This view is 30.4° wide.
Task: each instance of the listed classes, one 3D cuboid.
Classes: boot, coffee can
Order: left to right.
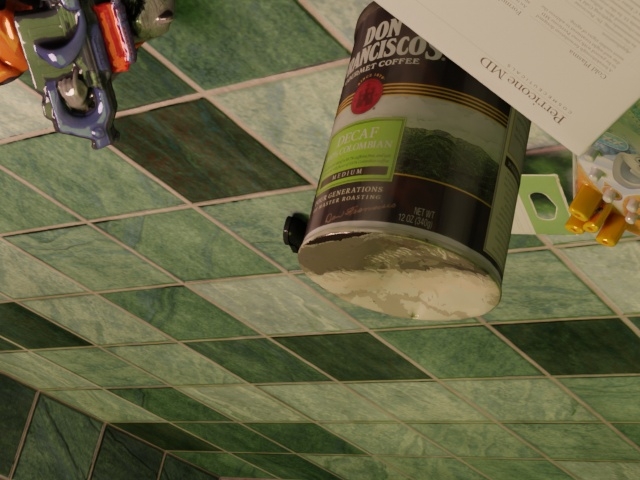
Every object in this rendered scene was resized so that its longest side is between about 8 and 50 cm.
[{"bbox_3d":[0.000,0.000,1.819,0.099,0.045,0.121,9,163,14],"label":"boot"},{"bbox_3d":[0.106,-0.083,1.183,0.202,0.275,0.201,12,156,5],"label":"coffee can"}]

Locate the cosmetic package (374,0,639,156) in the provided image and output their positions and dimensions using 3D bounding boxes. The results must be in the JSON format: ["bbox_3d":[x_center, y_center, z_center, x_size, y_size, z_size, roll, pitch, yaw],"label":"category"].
[{"bbox_3d":[0.129,-0.268,0.855,0.377,0.097,0.284,38,144,-1],"label":"cosmetic package"}]

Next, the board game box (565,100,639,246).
[{"bbox_3d":[0.436,-0.038,1.235,0.390,0.050,0.390,26,162,23],"label":"board game box"}]

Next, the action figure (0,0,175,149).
[{"bbox_3d":[-0.318,-0.284,1.297,0.330,0.178,0.341,4,125,7],"label":"action figure"}]

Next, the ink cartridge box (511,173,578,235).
[{"bbox_3d":[0.212,-0.066,1.553,0.235,0.056,0.171,-1,153,22],"label":"ink cartridge box"}]
